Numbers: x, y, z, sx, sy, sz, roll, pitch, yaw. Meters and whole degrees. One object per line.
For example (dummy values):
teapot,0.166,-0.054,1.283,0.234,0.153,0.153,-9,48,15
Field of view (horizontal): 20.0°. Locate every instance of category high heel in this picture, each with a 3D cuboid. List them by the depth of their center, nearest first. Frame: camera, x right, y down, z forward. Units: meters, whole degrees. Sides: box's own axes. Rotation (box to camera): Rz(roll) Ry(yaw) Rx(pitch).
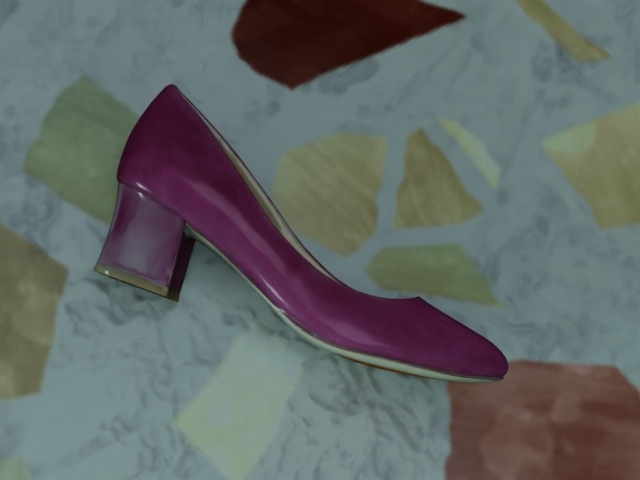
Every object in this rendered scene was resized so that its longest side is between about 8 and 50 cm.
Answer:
high heel,0.000,0.000,1.021,0.244,0.082,0.117,18,85,9
